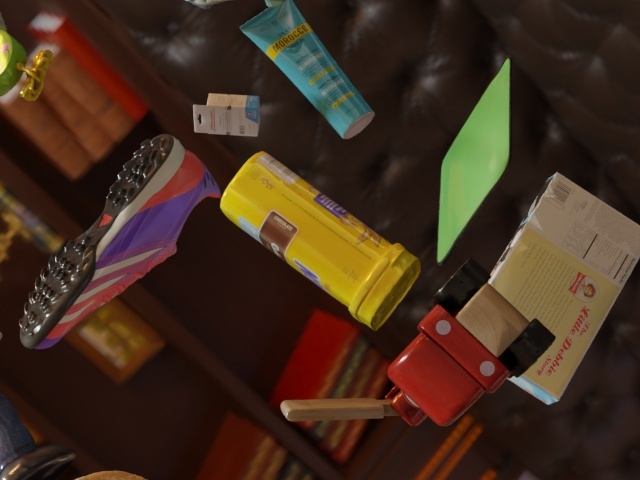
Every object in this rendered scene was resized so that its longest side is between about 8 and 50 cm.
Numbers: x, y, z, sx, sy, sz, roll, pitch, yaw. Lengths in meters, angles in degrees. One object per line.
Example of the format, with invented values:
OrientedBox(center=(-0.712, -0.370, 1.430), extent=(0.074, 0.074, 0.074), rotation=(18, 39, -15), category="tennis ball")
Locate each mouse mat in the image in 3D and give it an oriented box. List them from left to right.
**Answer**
OrientedBox(center=(0.157, -0.080, 1.386), extent=(0.007, 0.153, 0.190), rotation=(15, 143, -12), category="mouse mat")

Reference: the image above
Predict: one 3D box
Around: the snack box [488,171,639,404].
OrientedBox(center=(0.367, 0.074, 2.142), extent=(0.187, 0.322, 0.060), rotation=(33, 164, 0), category="snack box")

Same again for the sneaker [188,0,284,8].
OrientedBox(center=(-0.147, -0.301, 1.458), extent=(0.283, 0.110, 0.122), rotation=(7, 148, -15), category="sneaker")

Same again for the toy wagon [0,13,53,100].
OrientedBox(center=(-0.479, -0.228, 1.663), extent=(0.344, 0.267, 0.068), rotation=(8, 163, 31), category="toy wagon")

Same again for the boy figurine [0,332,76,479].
OrientedBox(center=(-0.333, 0.107, 1.097), extent=(0.285, 0.177, 0.092), rotation=(47, -157, 13), category="boy figurine")

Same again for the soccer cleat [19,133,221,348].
OrientedBox(center=(-0.250, 0.020, 1.698), extent=(0.116, 0.318, 0.108), rotation=(41, 170, -30), category="soccer cleat")

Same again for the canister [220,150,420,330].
OrientedBox(center=(0.000, 0.000, 1.210), extent=(0.170, 0.073, 0.126), rotation=(36, 176, 10), category="canister")

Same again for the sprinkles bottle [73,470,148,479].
OrientedBox(center=(-0.216, 0.404, 1.392), extent=(0.121, 0.121, 0.355), rotation=(31, 131, 35), category="sprinkles bottle")

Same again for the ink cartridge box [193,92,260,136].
OrientedBox(center=(-0.121, -0.163, 1.756), extent=(0.083, 0.028, 0.048), rotation=(4, 133, 2), category="ink cartridge box")

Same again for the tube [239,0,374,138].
OrientedBox(center=(-0.012, -0.225, 1.767), extent=(0.207, 0.080, 0.052), rotation=(51, 162, 14), category="tube")

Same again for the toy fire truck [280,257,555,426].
OrientedBox(center=(0.094, 0.138, 1.401), extent=(0.158, 0.246, 0.217), rotation=(43, 177, 6), category="toy fire truck")
